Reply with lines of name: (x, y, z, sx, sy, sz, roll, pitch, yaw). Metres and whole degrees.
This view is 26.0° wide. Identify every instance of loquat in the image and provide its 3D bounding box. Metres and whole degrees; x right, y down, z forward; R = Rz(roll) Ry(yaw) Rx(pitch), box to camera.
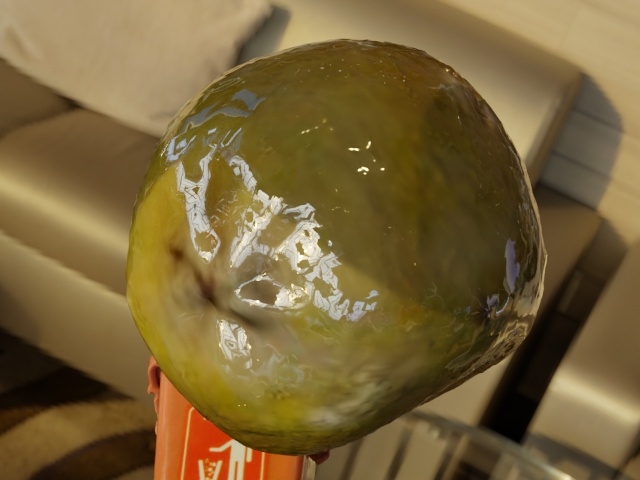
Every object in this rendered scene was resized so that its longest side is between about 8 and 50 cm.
loquat: (0.000, 0.000, 0.877, 0.276, 0.276, 0.284, 30, 17, 17)

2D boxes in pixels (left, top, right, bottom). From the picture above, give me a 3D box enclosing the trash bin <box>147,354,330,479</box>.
trash bin: (-0.072, 0.219, 1.176, 0.161, 0.184, 0.239, 1, 49, 3)
